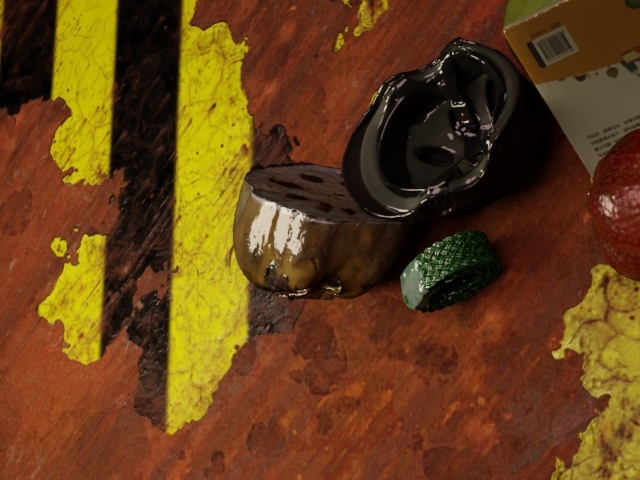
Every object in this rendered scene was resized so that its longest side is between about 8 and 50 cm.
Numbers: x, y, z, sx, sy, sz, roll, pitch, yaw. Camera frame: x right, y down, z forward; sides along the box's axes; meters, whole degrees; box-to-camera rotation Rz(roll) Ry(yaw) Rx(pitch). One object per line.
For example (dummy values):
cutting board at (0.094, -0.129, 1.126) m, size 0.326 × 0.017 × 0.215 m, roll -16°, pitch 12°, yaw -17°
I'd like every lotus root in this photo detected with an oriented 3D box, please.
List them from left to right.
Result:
lotus root at (0.000, 0.000, 1.798) m, size 0.272 × 0.272 × 0.192 m, roll 24°, pitch 107°, yaw 38°

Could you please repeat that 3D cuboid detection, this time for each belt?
belt at (0.180, 0.039, 1.719) m, size 0.151 × 0.121 × 0.079 m, roll -39°, pitch 60°, yaw 29°

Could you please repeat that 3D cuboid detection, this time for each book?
book at (0.396, -0.197, 1.540) m, size 0.208 × 0.295 × 0.020 m, roll -23°, pitch 25°, yaw 31°

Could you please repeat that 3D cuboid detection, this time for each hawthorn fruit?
hawthorn fruit at (0.463, -0.048, 1.485) m, size 0.253 × 0.205 × 0.205 m, roll -2°, pitch 77°, yaw 30°

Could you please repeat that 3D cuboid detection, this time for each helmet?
helmet at (0.194, -0.137, 1.717) m, size 0.305 × 0.177 × 0.225 m, roll -33°, pitch 56°, yaw 31°

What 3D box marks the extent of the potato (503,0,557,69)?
potato at (0.390, -0.328, 1.600) m, size 0.304 × 0.216 × 0.216 m, roll -30°, pitch 62°, yaw 16°
